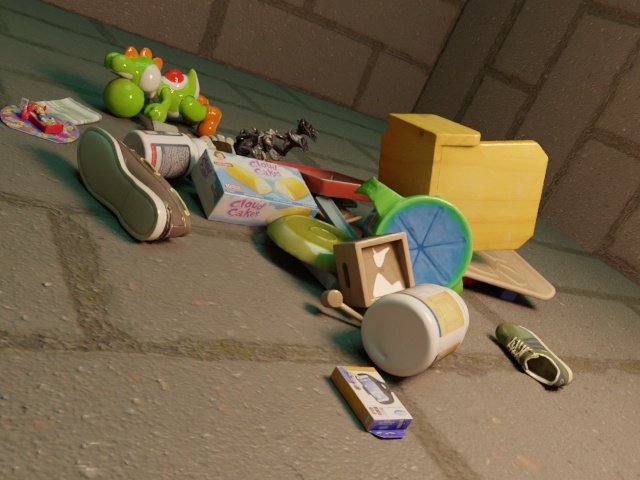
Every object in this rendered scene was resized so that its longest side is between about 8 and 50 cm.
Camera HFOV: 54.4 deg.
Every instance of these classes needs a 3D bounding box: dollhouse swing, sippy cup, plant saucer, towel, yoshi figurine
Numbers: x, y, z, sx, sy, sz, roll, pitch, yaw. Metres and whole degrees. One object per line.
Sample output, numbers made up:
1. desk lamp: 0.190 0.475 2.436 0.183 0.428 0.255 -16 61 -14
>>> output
1. dollhouse swing: 0.362 -0.149 1.654 0.305 0.346 0.315 -10 28 -23
2. sippy cup: 0.200 0.001 1.443 0.240 0.305 0.224 -4 10 -10
3. plant saucer: 0.053 -0.030 1.544 0.192 0.018 0.067 56 28 12
4. plant saucer: 0.000 0.000 1.366 0.241 0.037 0.241 21 17 -7
5. plant saucer: 0.018 -0.155 1.667 0.258 0.047 0.259 4 13 -41
6. towel: -0.633 -0.323 1.554 0.113 0.023 0.152 26 20 5
7. yoshi figurine: -0.477 -0.396 1.789 0.362 0.204 0.203 24 55 -49

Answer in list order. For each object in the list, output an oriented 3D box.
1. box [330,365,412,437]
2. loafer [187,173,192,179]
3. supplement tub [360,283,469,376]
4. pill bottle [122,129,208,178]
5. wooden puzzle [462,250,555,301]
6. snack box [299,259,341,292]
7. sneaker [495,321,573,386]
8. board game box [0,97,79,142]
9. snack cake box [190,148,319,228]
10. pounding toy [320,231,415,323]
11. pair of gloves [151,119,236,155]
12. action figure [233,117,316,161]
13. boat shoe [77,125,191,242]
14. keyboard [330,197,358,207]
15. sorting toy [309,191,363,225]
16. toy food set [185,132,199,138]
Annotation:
1. box: 0.081 0.247 0.960 0.081 0.028 0.136 11 23 -36
2. loafer: -0.268 -0.159 1.519 0.170 0.061 0.062 30 19 12
3. supplement tub: 0.179 0.156 1.134 0.144 0.144 0.200 35 21 26
4. pill bottle: -0.350 -0.194 1.421 0.180 0.108 0.108 -7 37 -47
5. wooden puzzle: 0.448 0.069 1.793 0.348 0.080 0.322 12 23 -21
6. snack box: 0.025 0.062 1.345 0.100 0.037 0.141 6 26 -40
7. sneaker: 0.454 0.246 1.351 0.192 0.064 0.086 41 20 30
8. board game box: -0.629 -0.277 1.405 0.169 0.033 0.133 18 27 -19
9. snack cake box: -0.151 -0.112 1.449 0.264 0.089 0.152 8 44 -39
10. pounding toy: 0.077 0.091 1.233 0.206 0.181 0.094 -12 4 -30
11. pair of gloves: -0.332 -0.246 1.651 0.240 0.042 0.204 14 31 -23
12. action figure: -0.155 -0.259 1.791 0.276 0.141 0.164 -9 38 24
13. boat shoe: -0.367 -0.111 1.210 0.324 0.116 0.097 43 21 31
14. keyboard: 0.028 -0.136 1.877 0.108 0.023 0.180 38 23 33
15. sorting toy: -0.001 -0.100 1.710 0.229 0.041 0.307 32 23 19
16. toy food set: -0.350 -0.266 1.752 0.078 0.019 0.122 19 21 -16
